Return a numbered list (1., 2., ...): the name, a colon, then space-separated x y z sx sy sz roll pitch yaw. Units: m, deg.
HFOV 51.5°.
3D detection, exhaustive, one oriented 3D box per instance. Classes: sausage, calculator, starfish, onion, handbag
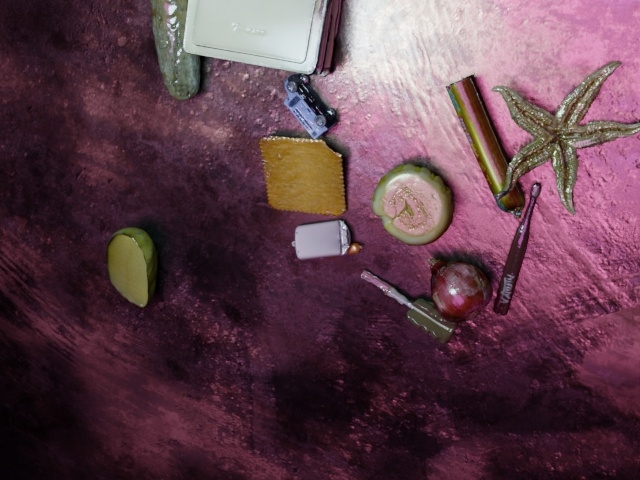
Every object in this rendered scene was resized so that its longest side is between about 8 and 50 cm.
1. sausage: 0.068 0.027 1.839 0.107 0.031 0.031 -11 105 22
2. sausage: 0.406 -0.217 1.599 0.082 0.082 0.372 -21 102 26
3. calculator: 0.000 0.000 1.835 0.174 0.032 0.100 -7 81 23
4. starfish: 0.567 -0.229 1.526 0.357 0.078 0.348 1 99 7
5. onion: 0.345 0.115 1.708 0.159 0.159 0.195 -47 68 28
6. handbag: -0.140 -0.550 1.633 0.358 0.160 0.237 14 108 14

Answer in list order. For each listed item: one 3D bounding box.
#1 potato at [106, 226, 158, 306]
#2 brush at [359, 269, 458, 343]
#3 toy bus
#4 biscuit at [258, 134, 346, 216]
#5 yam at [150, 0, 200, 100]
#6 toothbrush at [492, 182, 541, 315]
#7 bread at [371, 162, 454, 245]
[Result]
1. potato: -0.562 0.063 2.042 0.160 0.111 0.272 22 130 20
2. brush: 0.237 0.171 1.819 0.300 0.071 0.084 33 101 16
3. toy bus: -0.037 -0.347 1.713 0.167 0.073 0.076 50 128 -5
4. biscuit: -0.047 -0.172 1.789 0.236 0.013 0.232 6 125 18
5. yam: -0.372 -0.534 1.745 0.133 0.133 0.331 7 116 18
6. toothbrush: 0.497 0.027 1.674 0.040 0.041 0.364 15 113 15
7. bread: 0.240 -0.094 1.687 0.213 0.104 0.214 6 108 20
